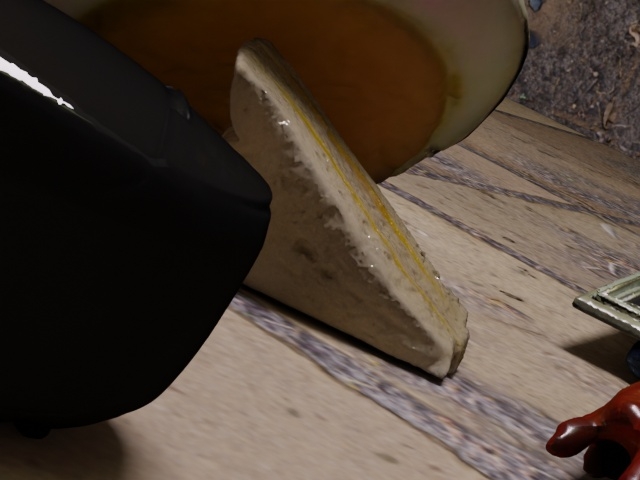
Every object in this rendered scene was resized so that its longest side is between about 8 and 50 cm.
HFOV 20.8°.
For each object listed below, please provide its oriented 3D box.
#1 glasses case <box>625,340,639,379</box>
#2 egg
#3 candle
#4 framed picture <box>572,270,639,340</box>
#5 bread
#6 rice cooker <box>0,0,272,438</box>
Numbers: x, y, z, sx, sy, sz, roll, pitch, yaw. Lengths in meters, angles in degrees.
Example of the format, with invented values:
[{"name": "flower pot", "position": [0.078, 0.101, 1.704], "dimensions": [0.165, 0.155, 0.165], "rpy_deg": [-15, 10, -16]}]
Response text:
[{"name": "glasses case", "position": [0.195, 0.071, 1.005], "dimensions": [0.033, 0.023, 0.083], "rpy_deg": [22, 9, 15]}, {"name": "egg", "position": [-0.030, -0.152, 0.909], "dimensions": [0.286, 0.264, 0.174], "rpy_deg": [21, 53, -26]}, {"name": "candle", "position": [0.166, 0.087, 0.767], "dimensions": [0.084, 0.059, 0.302], "rpy_deg": [39, 16, 14]}, {"name": "framed picture", "position": [0.309, 0.086, 1.039], "dimensions": [0.293, 0.018, 0.231], "rpy_deg": [28, 14, 18]}, {"name": "bread", "position": [0.014, -0.015, 0.811], "dimensions": [0.152, 0.105, 0.077], "rpy_deg": [24, 17, 5]}, {"name": "rice cooker", "position": [-0.117, -0.022, 0.508], "dimensions": [0.203, 0.118, 0.142], "rpy_deg": [23, 11, -10]}]
